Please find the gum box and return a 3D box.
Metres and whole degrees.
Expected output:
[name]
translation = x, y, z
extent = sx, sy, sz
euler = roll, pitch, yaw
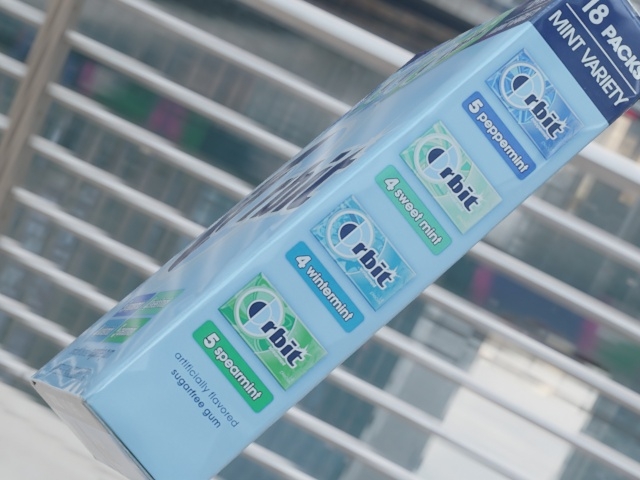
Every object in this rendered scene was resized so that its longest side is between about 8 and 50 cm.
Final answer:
[gum box]
translation = 0.000, 0.000, 0.493
extent = 0.041, 0.184, 0.157
euler = 51, -14, -7
